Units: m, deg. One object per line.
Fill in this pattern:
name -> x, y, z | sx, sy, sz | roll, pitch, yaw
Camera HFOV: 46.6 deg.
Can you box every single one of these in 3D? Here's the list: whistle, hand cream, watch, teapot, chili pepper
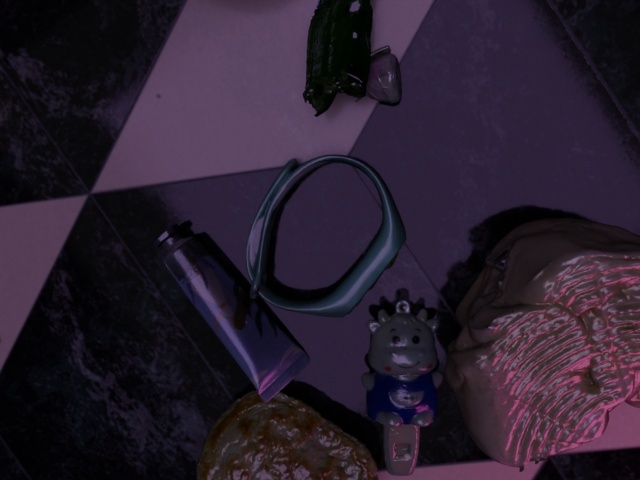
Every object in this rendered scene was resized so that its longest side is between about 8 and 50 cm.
whistle -> 0.110, 0.200, 1.001 | 0.110, 0.092, 0.244 | 1, 95, -5
hand cream -> -0.128, 0.092, 1.031 | 0.091, 0.058, 0.271 | -40, 92, -29
watch -> 0.000, 0.000, 1.002 | 0.195, 0.068, 0.237 | 37, 98, 2
teapot -> 0.072, -0.218, 0.979 | 0.064, 0.064, 0.083 | -5, 64, 14
chili pepper -> 0.028, -0.266, 0.952 | 0.098, 0.061, 0.224 | 2, 81, 34

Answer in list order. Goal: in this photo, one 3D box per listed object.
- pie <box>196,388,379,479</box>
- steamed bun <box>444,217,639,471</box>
pie -> -0.050, 0.326, 1.021 | 0.248, 0.090, 0.201 | 33, 78, 7
steamed bun -> 0.292, 0.107, 0.919 | 0.320, 0.206, 0.275 | -31, 108, 8
